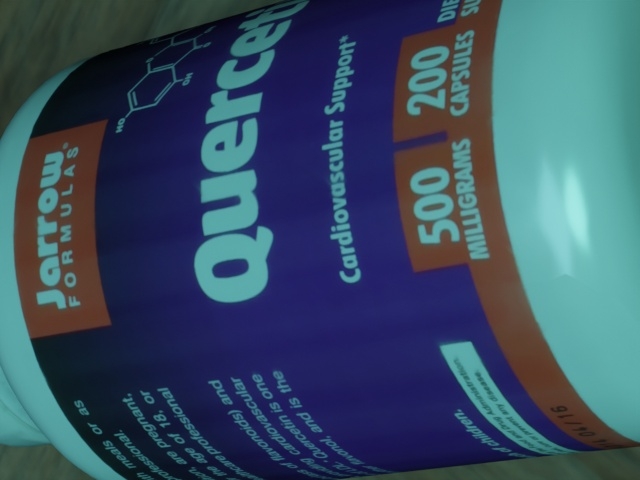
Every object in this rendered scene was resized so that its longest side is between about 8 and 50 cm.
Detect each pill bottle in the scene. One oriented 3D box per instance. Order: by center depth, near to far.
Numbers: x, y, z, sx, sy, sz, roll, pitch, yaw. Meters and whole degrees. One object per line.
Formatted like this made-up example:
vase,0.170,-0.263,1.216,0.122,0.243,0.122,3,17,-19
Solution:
pill bottle,0.000,0.000,0.724,0.323,0.181,0.182,-11,98,33
